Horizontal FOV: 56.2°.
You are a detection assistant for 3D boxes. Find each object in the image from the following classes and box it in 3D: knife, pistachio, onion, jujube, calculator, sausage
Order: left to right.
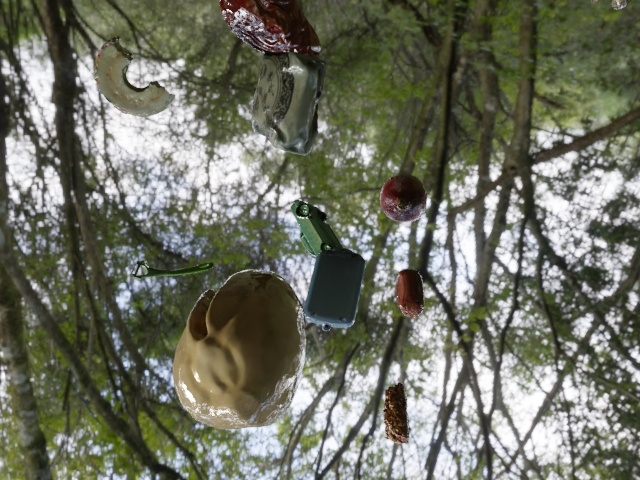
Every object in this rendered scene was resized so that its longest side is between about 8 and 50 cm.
[{"bbox_3d":[-0.304,0.059,1.239,0.166,0.022,0.078,-2,-151,-6],"label":"knife"},{"bbox_3d":[-0.101,0.146,0.847,0.187,0.187,0.299,12,-161,0],"label":"pistachio"},{"bbox_3d":[-0.141,-0.650,1.798,0.342,0.216,0.216,46,-149,-13],"label":"jujube"},{"bbox_3d":[0.032,0.109,1.373,0.121,0.039,0.210,7,-119,11],"label":"calculator"},{"bbox_3d":[0.259,-0.126,1.870,0.159,0.159,0.195,15,-165,5],"label":"onion"},{"bbox_3d":[0.238,0.136,1.586,0.076,0.076,0.141,7,-128,-6],"label":"sausage"}]

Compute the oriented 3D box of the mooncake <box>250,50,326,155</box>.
[{"bbox_3d":[-0.096,-0.368,1.580,0.136,0.250,0.254,5,-164,-26],"label":"mooncake"}]

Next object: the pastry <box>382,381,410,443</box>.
[{"bbox_3d":[0.183,0.421,1.468,0.063,0.087,0.169,-12,-152,11],"label":"pastry"}]

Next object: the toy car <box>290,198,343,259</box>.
[{"bbox_3d":[0.000,0.000,2.048,0.141,0.097,0.321,17,-144,-53],"label":"toy car"}]

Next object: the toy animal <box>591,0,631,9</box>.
[{"bbox_3d":[0.385,-0.320,0.674,0.186,0.094,0.214,-22,-177,-14],"label":"toy animal"}]

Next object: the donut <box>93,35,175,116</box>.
[{"bbox_3d":[-0.382,-0.314,1.198,0.166,0.108,0.065,43,-166,-27],"label":"donut"}]
